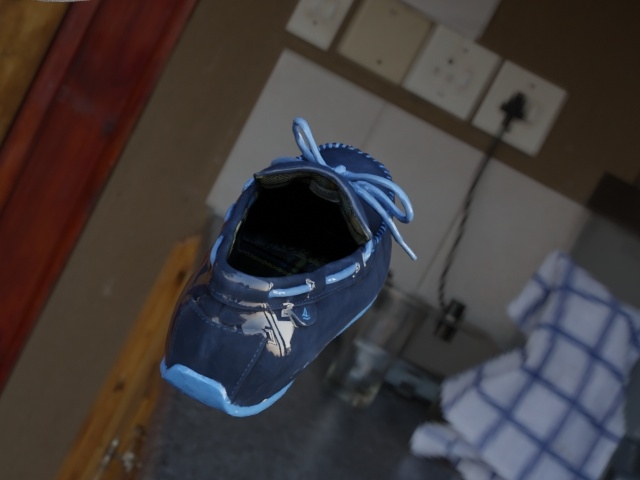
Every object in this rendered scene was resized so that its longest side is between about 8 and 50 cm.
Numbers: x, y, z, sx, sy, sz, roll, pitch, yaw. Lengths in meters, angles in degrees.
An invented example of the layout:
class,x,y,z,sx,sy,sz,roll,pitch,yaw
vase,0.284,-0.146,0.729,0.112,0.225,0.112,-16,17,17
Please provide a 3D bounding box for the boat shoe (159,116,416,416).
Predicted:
class,x,y,z,sx,sy,sz,roll,pitch,yaw
boat shoe,0.000,0.000,0.730,0.109,0.089,0.258,21,30,2
